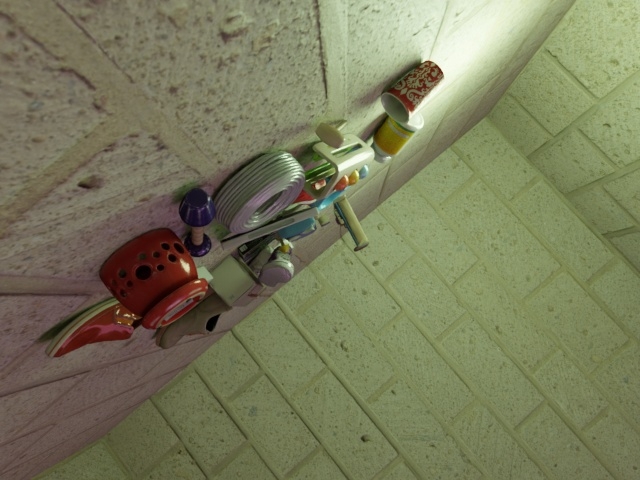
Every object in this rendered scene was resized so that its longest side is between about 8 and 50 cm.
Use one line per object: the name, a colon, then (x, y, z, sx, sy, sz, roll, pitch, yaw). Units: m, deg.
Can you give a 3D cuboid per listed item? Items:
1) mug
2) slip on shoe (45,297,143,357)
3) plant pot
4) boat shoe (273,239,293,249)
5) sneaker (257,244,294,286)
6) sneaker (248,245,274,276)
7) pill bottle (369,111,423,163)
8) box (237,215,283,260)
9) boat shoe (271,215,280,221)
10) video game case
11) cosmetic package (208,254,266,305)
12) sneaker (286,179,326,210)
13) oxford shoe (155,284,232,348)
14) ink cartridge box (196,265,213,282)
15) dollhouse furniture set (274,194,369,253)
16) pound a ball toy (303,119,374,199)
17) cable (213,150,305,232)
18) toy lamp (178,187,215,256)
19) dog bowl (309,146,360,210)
mug: (0.274, -0.443, 1.294, 0.169, 0.113, 0.150, -44, -173, -8)
slip on shoe: (-0.539, 0.217, 1.129, 0.123, 0.101, 0.331, -44, 170, 35)
plant pot: (-0.370, 0.096, 0.990, 0.191, 0.174, 0.191, -39, 174, -5)
boat shoe: (-0.205, 0.072, 2.023, 0.184, 0.063, 0.066, -40, 172, -1)
sneaker: (-0.149, 0.073, 1.602, 0.161, 0.102, 0.282, -63, -164, -21)
sneaker: (-0.266, 0.134, 1.887, 0.152, 0.114, 0.305, -37, 172, -37)
pill bottle: (0.259, -0.372, 1.533, 0.118, 0.117, 0.208, -34, 170, -39)
box: (-0.218, -0.005, 1.630, 0.207, 0.036, 0.114, -38, 172, -14)
boat shoe: (-0.155, -0.084, 1.415, 0.049, 0.056, 0.152, -30, 168, -28)
video game case: (-0.158, -0.037, 1.281, 0.285, 0.025, 0.204, -22, -173, -12)
cosmetic package: (-0.321, 0.165, 1.684, 0.129, 0.153, 0.296, -42, 174, -5)
sneaker: (-0.042, -0.173, 1.351, 0.221, 0.087, 0.128, -35, 172, -39)
oxford shoe: (-0.517, 0.341, 1.743, 0.397, 0.146, 0.140, -43, 173, 22)
ink cartridge box: (-0.435, 0.154, 1.418, 0.135, 0.056, 0.099, -43, 171, 19)
dollhouse furniture set: (0.000, 0.000, 1.654, 0.304, 0.198, 0.286, -26, 173, -1)
pound a ball toy: (0.066, -0.235, 1.242, 0.208, 0.136, 0.319, -54, 171, 32)
cable: (-0.155, -0.117, 1.109, 0.257, 0.089, 0.257, -35, 171, -31)
toy lamp: (-0.283, -0.036, 0.997, 0.080, 0.080, 0.274, -37, 171, -24)
dog bowl: (0.062, -0.221, 1.610, 0.297, 0.074, 0.166, -42, 172, 9)
